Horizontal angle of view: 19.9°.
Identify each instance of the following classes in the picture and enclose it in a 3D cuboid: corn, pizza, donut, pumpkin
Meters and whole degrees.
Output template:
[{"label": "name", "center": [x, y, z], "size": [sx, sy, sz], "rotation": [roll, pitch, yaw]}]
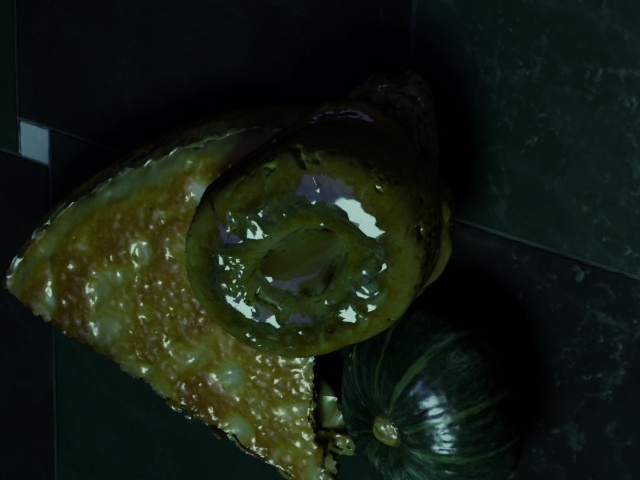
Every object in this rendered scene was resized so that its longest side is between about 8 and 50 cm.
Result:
[{"label": "corn", "center": [0.075, -0.058, 1.738], "size": [0.087, 0.087, 0.211], "rotation": [6, 114, 33]}, {"label": "pizza", "center": [-0.096, 0.081, 1.901], "size": [0.439, 0.130, 0.406], "rotation": [-25, 96, 30]}, {"label": "donut", "center": [0.000, 0.000, 1.680], "size": [0.208, 0.128, 0.261], "rotation": [46, 124, -9]}, {"label": "pumpkin", "center": [0.113, 0.156, 1.771], "size": [0.211, 0.152, 0.212], "rotation": [34, 143, 31]}]
